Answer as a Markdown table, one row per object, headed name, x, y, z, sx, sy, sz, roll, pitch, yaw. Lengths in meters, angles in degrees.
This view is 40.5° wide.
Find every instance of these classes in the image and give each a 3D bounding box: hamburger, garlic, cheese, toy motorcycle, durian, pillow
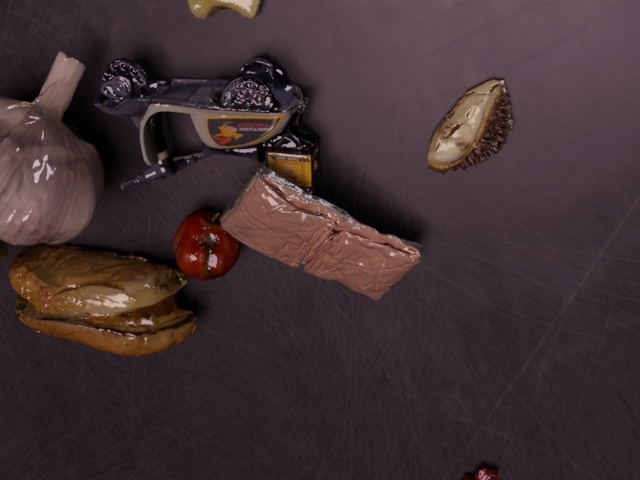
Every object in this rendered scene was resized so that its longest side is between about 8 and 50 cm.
| name | x | y | z | sx | sy | sz | roll | pitch | yaw |
| --- | --- | --- | --- | --- | --- | --- | --- | --- | --- |
| hamburger | -0.296 | 0.088 | 1.142 | 0.262 | 0.131 | 0.124 | 8 | 118 | 16 |
| garlic | -0.332 | -0.117 | 1.008 | 0.218 | 0.218 | 0.212 | 34 | 106 | -4 |
| cheese | -0.108 | -0.267 | 0.971 | 0.083 | 0.030 | 0.044 | -3 | 109 | 9 |
| toy motorcycle | -0.136 | -0.134 | 1.012 | 0.263 | 0.091 | 0.157 | 4 | 121 | 10 |
| durian | 0.174 | -0.120 | 0.976 | 0.130 | 0.052 | 0.066 | -49 | 58 | 26 |
| pillow | 0.000 | 0.000 | 1.030 | 0.232 | 0.043 | 0.126 | 25 | 144 | -17 |

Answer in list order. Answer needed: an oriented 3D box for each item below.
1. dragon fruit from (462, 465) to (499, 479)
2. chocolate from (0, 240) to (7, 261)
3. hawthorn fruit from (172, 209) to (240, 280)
| name | x | y | z | sx | sy | sz | roll | pitch | yaw |
| --- | --- | --- | --- | --- | --- | --- | --- | --- | --- |
| dragon fruit | 0.227 | 0.378 | 1.186 | 0.097 | 0.063 | 0.131 | 17 | 119 | 5 |
| chocolate | -0.572 | -0.046 | 1.106 | 0.301 | 0.137 | 0.289 | -19 | 91 | 24 |
| hawthorn fruit | -0.143 | 0.003 | 1.087 | 0.093 | 0.093 | 0.093 | 6 | 117 | 12 |
